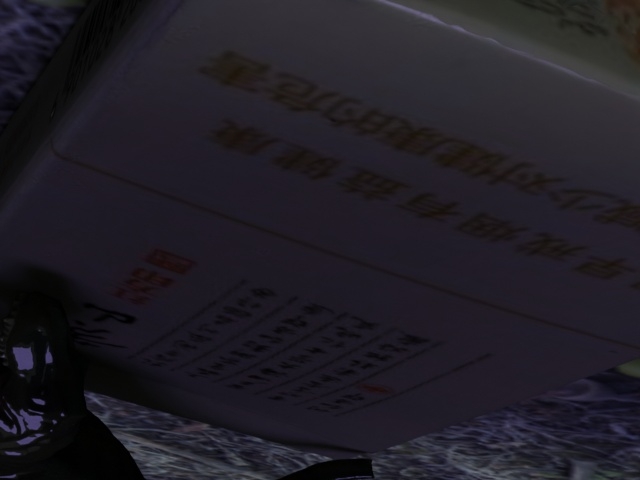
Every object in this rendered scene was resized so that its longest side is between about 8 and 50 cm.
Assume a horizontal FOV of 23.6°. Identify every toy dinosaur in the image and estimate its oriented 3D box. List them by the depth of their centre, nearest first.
[{"bbox_3d":[-0.072,0.090,0.564,0.179,0.087,0.187,11,162,4],"label":"toy dinosaur"}]

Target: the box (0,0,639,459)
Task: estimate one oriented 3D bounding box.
[{"bbox_3d":[0.000,0.000,0.492,0.205,0.051,0.365,18,157,-19],"label":"box"}]
